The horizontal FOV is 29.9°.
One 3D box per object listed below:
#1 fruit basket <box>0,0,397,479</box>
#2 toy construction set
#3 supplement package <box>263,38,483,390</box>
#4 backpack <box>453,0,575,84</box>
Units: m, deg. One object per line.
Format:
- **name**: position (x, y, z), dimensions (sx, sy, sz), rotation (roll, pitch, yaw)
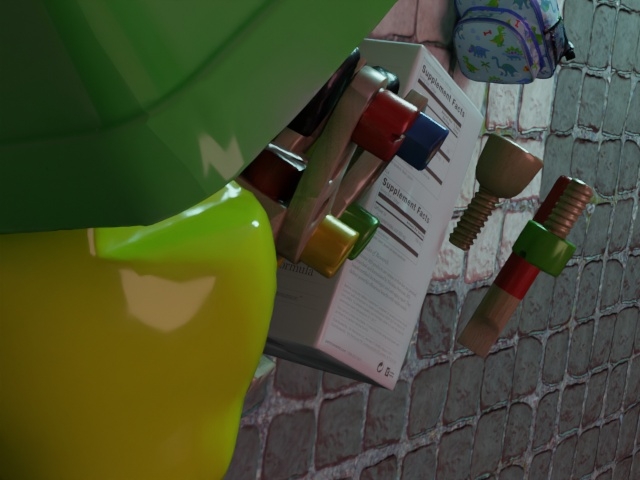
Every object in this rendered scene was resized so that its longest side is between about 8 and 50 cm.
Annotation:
- **fruit basket**: position (-0.107, -0.053, 0.564), dimensions (0.283, 0.392, 0.392), rotation (-51, 138, -34)
- **toy construction set**: position (0.000, 0.000, 0.777), dimensions (0.309, 0.257, 0.237), rotation (28, 98, -17)
- **supplement package**: position (0.013, -0.026, 0.954), dimensions (0.134, 0.139, 0.244), rotation (36, 70, -55)
- **backpack**: position (0.181, -0.211, 1.170), dimensions (0.084, 0.105, 0.114), rotation (-51, 136, -34)
